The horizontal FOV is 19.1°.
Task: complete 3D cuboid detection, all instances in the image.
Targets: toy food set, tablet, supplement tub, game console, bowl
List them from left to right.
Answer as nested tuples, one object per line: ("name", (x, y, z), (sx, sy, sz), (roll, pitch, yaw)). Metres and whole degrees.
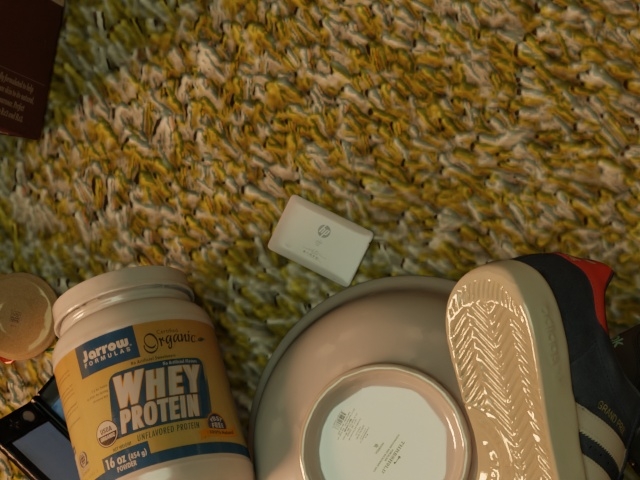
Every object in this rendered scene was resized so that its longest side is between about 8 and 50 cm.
("toy food set", (-0.274, 0.070, 1.724), (0.083, 0.020, 0.083), (-4, 85, 12))
("game console", (-0.213, 0.170, 1.678), (0.122, 0.107, 0.071), (41, 123, 13))
("supplement tub", (-0.147, 0.136, 1.616), (0.144, 0.144, 0.200), (-22, 69, 10))
("tablet", (0.000, 0.000, 1.674), (0.083, 0.006, 0.054), (26, 91, 13))
("bowl", (0.066, 0.173, 1.580), (0.297, 0.134, 0.298), (-1, 85, 12))

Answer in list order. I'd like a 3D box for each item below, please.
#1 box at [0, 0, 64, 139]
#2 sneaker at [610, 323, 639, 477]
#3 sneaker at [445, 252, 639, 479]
("box", (-0.358, -0.194, 1.688), (0.203, 0.168, 0.167), (9, 87, 14))
("sneaker", (0.312, 0.184, 1.539), (0.106, 0.101, 0.267), (-35, 79, 6))
("sneaker", (0.195, 0.178, 1.477), (0.131, 0.148, 0.350), (10, 108, 46))
